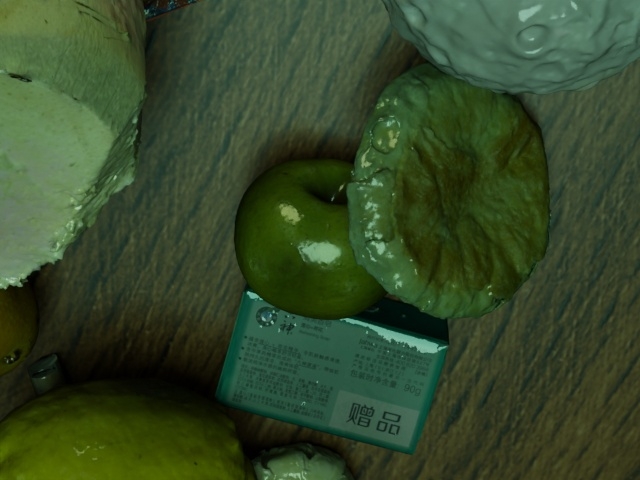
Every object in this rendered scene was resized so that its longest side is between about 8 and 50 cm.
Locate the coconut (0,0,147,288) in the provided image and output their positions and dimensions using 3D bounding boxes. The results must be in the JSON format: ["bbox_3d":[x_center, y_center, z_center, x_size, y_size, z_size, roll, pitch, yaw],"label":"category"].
[{"bbox_3d":[-0.370,-0.189,1.784,0.404,0.404,0.405,1,109,2],"label":"coconut"}]

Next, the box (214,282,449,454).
[{"bbox_3d":[0.015,0.138,2.011,0.244,0.092,0.153,16,110,-2],"label":"box"}]

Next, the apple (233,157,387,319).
[{"bbox_3d":[0.000,0.000,1.913,0.196,0.196,0.157,14,119,-3],"label":"apple"}]

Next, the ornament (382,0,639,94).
[{"bbox_3d":[0.202,-0.310,1.714,0.337,0.337,0.337,1,109,2],"label":"ornament"}]

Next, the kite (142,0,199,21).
[{"bbox_3d":[-0.186,-0.322,1.898,0.321,0.016,0.234,25,108,-6],"label":"kite"}]

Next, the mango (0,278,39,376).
[{"bbox_3d":[-0.414,0.045,1.969,0.136,0.166,0.236,-35,83,-29],"label":"mango"}]

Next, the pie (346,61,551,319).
[{"bbox_3d":[0.144,-0.055,1.863,0.071,0.306,0.306,-3,117,50],"label":"pie"}]

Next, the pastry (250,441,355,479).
[{"bbox_3d":[-0.032,0.319,2.077,0.165,0.088,0.166,1,108,2],"label":"pastry"}]

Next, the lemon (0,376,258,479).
[{"bbox_3d":[-0.235,0.288,1.950,0.316,0.285,0.285,-28,107,-8],"label":"lemon"}]

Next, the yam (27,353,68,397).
[{"bbox_3d":[-0.296,0.264,2.090,0.046,0.046,0.264,-14,108,7],"label":"yam"}]
